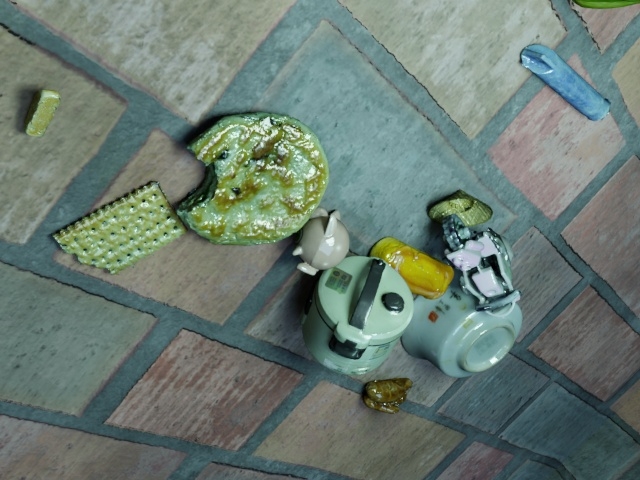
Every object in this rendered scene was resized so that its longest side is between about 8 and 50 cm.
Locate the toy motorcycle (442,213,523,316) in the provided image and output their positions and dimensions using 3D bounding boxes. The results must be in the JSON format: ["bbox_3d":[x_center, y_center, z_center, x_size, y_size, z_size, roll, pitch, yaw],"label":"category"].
[{"bbox_3d":[0.383,0.068,1.427,0.143,0.188,0.327,-25,143,27],"label":"toy motorcycle"}]

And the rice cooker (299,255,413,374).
[{"bbox_3d":[0.075,0.160,1.309,0.226,0.226,0.244,-9,148,-25],"label":"rice cooker"}]

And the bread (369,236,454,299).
[{"bbox_3d":[0.223,0.069,1.438,0.246,0.094,0.102,25,103,-40],"label":"bread"}]

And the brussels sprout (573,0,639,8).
[{"bbox_3d":[0.499,-0.553,1.014,0.371,0.315,0.275,13,92,-30],"label":"brussels sprout"}]

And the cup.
[{"bbox_3d":[0.405,0.240,1.622,0.347,0.163,0.347,-16,130,-20],"label":"cup"}]

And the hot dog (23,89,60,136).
[{"bbox_3d":[-0.419,-0.197,0.906,0.030,0.034,0.090,5,140,-44],"label":"hot dog"}]

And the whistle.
[{"bbox_3d":[0.549,-0.348,1.336,0.304,0.062,0.062,19,112,-38],"label":"whistle"}]

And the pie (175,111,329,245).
[{"bbox_3d":[-0.121,-0.105,1.124,0.303,0.067,0.302,-15,127,-20],"label":"pie"}]

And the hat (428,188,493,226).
[{"bbox_3d":[0.326,-0.090,1.403,0.146,0.067,0.146,5,157,2],"label":"hat"}]

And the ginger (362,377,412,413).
[{"bbox_3d":[0.191,0.444,1.707,0.162,0.073,0.103,1,123,-32],"label":"ginger"}]

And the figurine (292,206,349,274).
[{"bbox_3d":[0.000,0.000,1.240,0.125,0.125,0.138,14,105,-37],"label":"figurine"}]

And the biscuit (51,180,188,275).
[{"bbox_3d":[-0.353,-0.012,1.091,0.203,0.016,0.144,-32,133,-7],"label":"biscuit"}]
